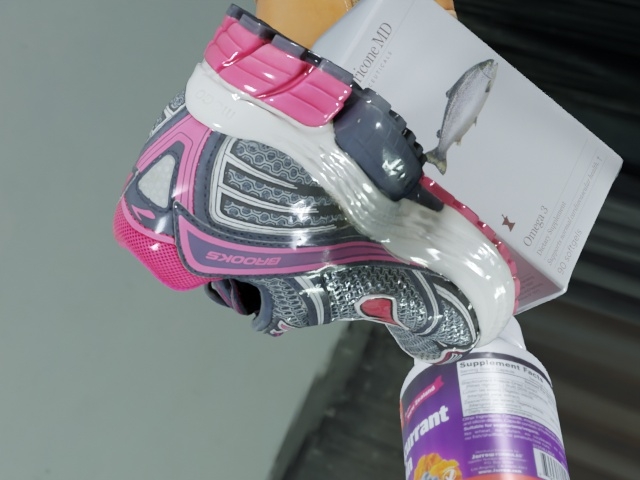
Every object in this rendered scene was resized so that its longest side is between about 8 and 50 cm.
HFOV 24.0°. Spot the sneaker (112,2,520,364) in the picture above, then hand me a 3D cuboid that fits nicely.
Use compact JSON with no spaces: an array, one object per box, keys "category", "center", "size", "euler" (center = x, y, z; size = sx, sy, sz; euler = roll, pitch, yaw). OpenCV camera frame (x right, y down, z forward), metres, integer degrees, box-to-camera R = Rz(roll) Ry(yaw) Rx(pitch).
[{"category":"sneaker","center":[0.000,0.000,0.718],"size":[0.112,0.121,0.299],"euler":[-53,147,-2]}]

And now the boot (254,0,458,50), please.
[{"category":"boot","center":[-0.027,-0.179,1.231],"size":[0.283,0.220,0.109],"euler":[-19,168,-11]}]

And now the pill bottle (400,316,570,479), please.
[{"category":"pill bottle","center":[0.110,0.136,1.026],"size":[0.193,0.108,0.108],"euler":[-92,170,-48]}]

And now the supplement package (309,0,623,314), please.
[{"category":"supplement package","center":[0.065,-0.047,0.876],"size":[0.179,0.105,0.105],"euler":[37,59,-13]}]
